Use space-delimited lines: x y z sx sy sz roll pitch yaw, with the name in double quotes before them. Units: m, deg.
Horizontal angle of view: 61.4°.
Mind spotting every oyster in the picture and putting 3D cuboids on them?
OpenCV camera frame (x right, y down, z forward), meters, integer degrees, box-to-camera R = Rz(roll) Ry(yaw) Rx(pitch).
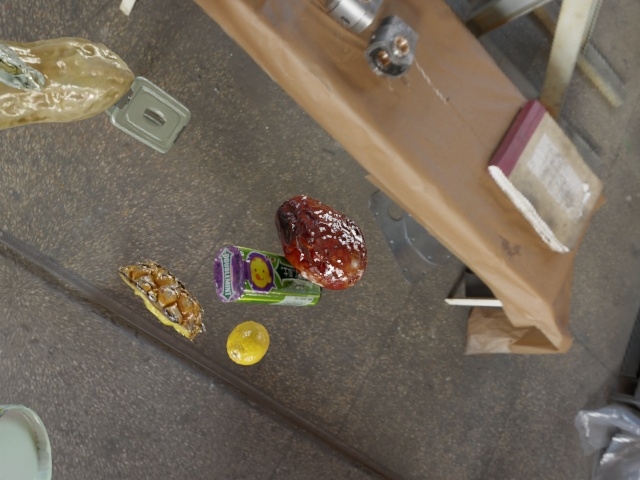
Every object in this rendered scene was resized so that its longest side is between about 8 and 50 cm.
"oyster" -0.398 -0.234 0.661 0.037 0.098 0.100 -57 152 -21

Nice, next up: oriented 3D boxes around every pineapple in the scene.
"pineapple" -0.302 0.109 1.054 0.225 0.224 0.076 48 70 -17

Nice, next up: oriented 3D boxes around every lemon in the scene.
"lemon" -0.205 0.288 1.509 0.114 0.114 0.155 71 20 -6

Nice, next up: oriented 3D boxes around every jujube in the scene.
"jujube" 0.000 0.000 1.384 0.197 0.290 0.197 -27 144 -22

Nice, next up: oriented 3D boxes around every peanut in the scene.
"peanut" -0.465 -0.253 0.858 0.324 0.153 0.140 -10 79 -9

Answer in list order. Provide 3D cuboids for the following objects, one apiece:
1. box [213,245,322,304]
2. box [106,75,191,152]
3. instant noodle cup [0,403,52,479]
"box" -0.125 0.100 1.391 0.345 0.097 0.134 13 66 -58
"box" -0.396 -0.291 1.216 0.124 0.092 0.172 -56 143 1
"instant noodle cup" -0.415 0.275 0.605 0.152 0.205 0.205 -9 90 2
